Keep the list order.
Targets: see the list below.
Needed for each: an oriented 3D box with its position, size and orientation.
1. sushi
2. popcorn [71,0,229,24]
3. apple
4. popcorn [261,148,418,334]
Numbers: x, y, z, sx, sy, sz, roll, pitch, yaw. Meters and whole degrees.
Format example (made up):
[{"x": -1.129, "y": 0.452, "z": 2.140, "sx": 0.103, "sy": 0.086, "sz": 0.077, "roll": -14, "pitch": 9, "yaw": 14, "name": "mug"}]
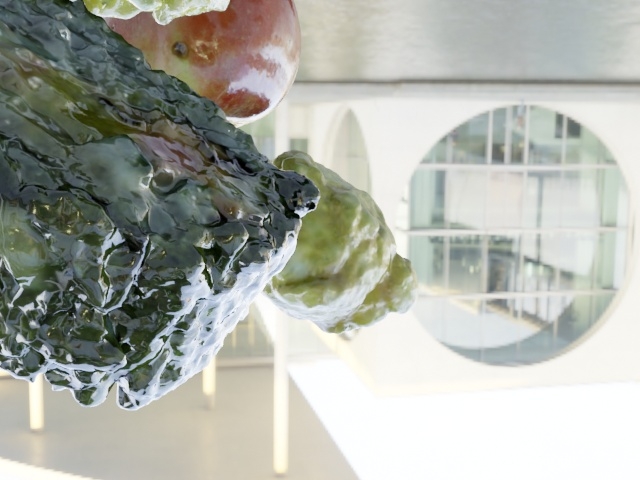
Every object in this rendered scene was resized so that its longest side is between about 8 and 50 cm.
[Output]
[{"x": -0.201, "y": -0.043, "z": 0.667, "sx": 0.352, "sy": 0.178, "sz": 0.294, "roll": 36, "pitch": -155, "yaw": 1, "name": "sushi"}, {"x": -0.186, "y": -0.349, "z": 0.897, "sx": 0.237, "sy": 0.293, "sz": 0.293, "roll": -20, "pitch": 173, "yaw": 38, "name": "popcorn"}, {"x": -0.202, "y": -0.324, "z": 1.441, "sx": 0.348, "sy": 0.277, "sz": 0.348, "roll": -4, "pitch": -178, "yaw": 0, "name": "apple"}, {"x": 0.003, "y": -0.008, "z": 1.503, "sx": 0.292, "sy": 0.334, "sz": 0.294, "roll": -9, "pitch": 149, "yaw": -24, "name": "popcorn"}]
